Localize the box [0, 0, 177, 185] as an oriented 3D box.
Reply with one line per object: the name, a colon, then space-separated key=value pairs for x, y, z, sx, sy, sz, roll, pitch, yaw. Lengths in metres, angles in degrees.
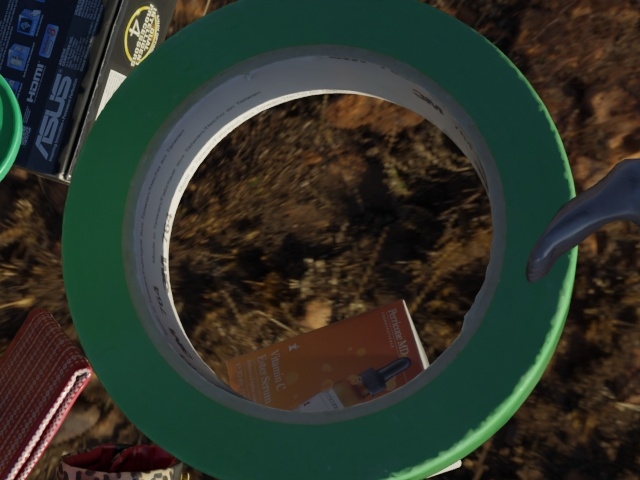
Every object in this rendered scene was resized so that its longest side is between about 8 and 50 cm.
box: x=-0.261 y=-0.268 z=1.040 sx=0.318 sy=0.097 sz=0.394 roll=17 pitch=90 yaw=19

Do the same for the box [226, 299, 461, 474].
box: x=0.017 y=0.149 z=1.079 sx=0.171 sy=0.130 sz=0.091 roll=-20 pitch=131 yaw=5

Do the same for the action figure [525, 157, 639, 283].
action figure: x=0.245 y=0.054 z=0.447 sx=0.330 sy=0.341 sz=0.178 roll=36 pitch=114 yaw=20

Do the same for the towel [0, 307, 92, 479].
towel: x=-0.285 y=0.168 z=1.137 sx=0.031 sy=0.275 sz=0.198 roll=33 pitch=85 yaw=-21

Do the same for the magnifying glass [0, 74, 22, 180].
magnifying glass: x=-0.279 y=-0.029 z=0.715 sx=0.231 sy=0.026 sz=0.092 roll=-33 pitch=91 yaw=-13

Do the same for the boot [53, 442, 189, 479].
boot: x=-0.205 y=0.391 z=1.493 sx=0.138 sy=0.377 sz=0.284 roll=8 pitch=91 yaw=35

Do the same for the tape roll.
tape roll: x=0.000 y=0.000 z=0.792 sx=0.321 sy=0.077 sz=0.321 roll=-2 pitch=77 yaw=10
